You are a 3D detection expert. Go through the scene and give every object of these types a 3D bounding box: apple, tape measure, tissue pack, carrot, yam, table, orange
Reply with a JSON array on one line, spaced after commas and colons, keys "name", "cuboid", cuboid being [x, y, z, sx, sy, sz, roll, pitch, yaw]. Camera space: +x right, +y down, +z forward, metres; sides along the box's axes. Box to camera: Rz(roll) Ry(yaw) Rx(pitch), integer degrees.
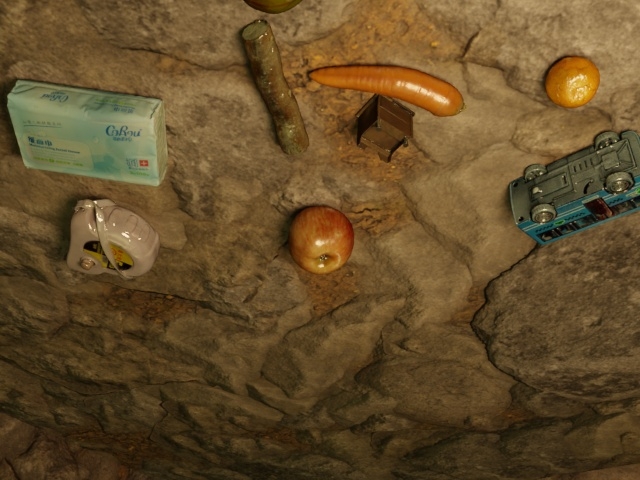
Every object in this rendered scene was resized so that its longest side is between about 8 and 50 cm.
[{"name": "apple", "cuboid": [0.000, 0.000, 1.331, 0.146, 0.131, 0.146, 0, 136, 0]}, {"name": "tape measure", "cuboid": [-0.452, 0.004, 1.397, 0.197, 0.120, 0.236, 22, 143, -10]}, {"name": "tissue pack", "cuboid": [-0.422, -0.193, 1.182, 0.263, 0.089, 0.177, 7, 138, -3]}, {"name": "carrot", "cuboid": [0.117, -0.262, 1.065, 0.271, 0.062, 0.066, 14, -176, -6]}, {"name": "yam", "cuboid": [-0.076, -0.253, 1.091, 0.061, 0.061, 0.253, -6, 138, 13]}, {"name": "table", "cuboid": [0.113, -0.195, 1.119, 0.083, 0.082, 0.070, 26, 137, -24]}, {"name": "orange", "cuboid": [0.404, -0.253, 1.025, 0.083, 0.070, 0.083, 2, 128, 3]}]

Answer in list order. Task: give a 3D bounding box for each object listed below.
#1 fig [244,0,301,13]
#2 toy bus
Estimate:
[{"name": "fig", "cuboid": [-0.007, -0.386, 0.896, 0.236, 0.124, 0.124, -6, 141, -9]}, {"name": "toy bus", "cuboid": [0.484, -0.091, 1.176, 0.246, 0.114, 0.134, -25, 136, 34]}]
